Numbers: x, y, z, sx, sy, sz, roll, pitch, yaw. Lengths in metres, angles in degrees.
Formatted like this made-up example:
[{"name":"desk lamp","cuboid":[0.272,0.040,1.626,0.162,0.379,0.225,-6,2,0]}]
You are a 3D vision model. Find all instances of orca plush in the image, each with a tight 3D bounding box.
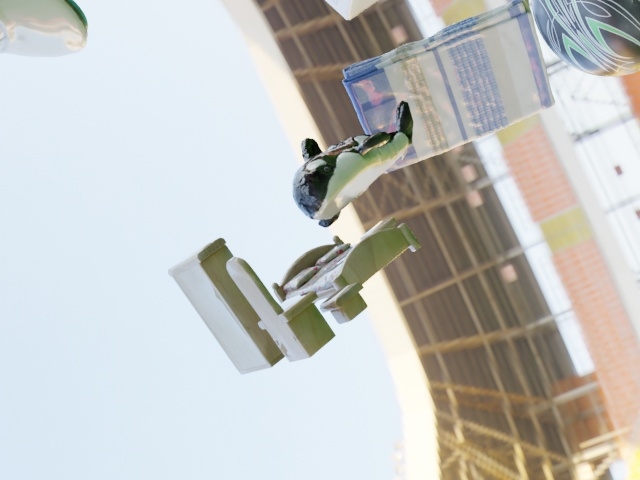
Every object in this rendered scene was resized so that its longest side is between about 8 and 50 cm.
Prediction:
[{"name":"orca plush","cuboid":[0.029,-0.120,1.567,0.102,0.151,0.287,38,-131,10]}]

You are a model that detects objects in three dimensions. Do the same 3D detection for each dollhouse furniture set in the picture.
[{"name":"dollhouse furniture set","cuboid":[0.000,0.000,1.598,0.355,0.303,0.174,-38,-82,-27]}]

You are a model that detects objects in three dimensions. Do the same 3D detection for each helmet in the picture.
[{"name":"helmet","cuboid":[0.317,-0.268,1.337,0.162,0.169,0.169,0,-117,-38]}]

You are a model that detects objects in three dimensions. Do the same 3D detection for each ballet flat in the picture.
[{"name":"ballet flat","cuboid":[-0.460,-0.304,1.378,0.400,0.139,0.139,34,-156,2]}]

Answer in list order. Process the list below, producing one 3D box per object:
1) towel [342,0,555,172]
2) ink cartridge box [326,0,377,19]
[{"name":"towel","cuboid":[0.190,-0.222,1.736,0.034,0.285,0.209,-105,-9,-47]},{"name":"ink cartridge box","cuboid":[-0.005,-0.394,1.346,0.237,0.100,0.172,45,155,16]}]
